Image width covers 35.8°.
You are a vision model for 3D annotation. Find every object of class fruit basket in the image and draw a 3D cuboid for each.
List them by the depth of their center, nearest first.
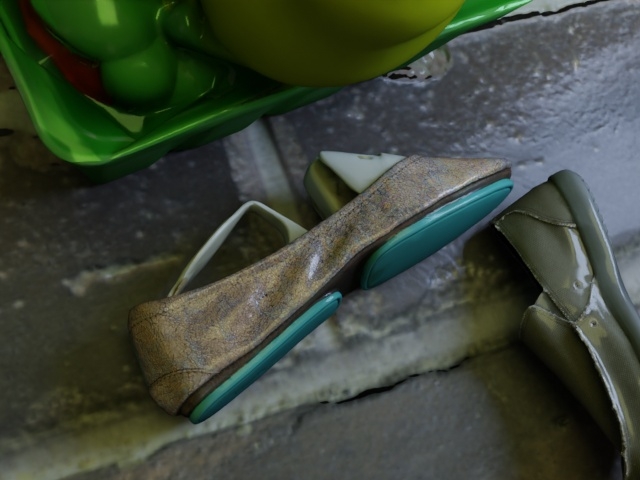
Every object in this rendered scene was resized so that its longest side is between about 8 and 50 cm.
[{"bbox_3d":[-0.033,-0.199,0.619,0.392,0.392,0.283,-24,80,-19],"label":"fruit basket"}]

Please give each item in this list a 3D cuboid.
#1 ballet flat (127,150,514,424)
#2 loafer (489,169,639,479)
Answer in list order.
[{"bbox_3d":[0.000,0.000,0.706,0.316,0.107,0.106,-34,76,-22],"label":"ballet flat"},{"bbox_3d":[0.195,0.072,0.745,0.087,0.094,0.251,-19,67,7],"label":"loafer"}]
